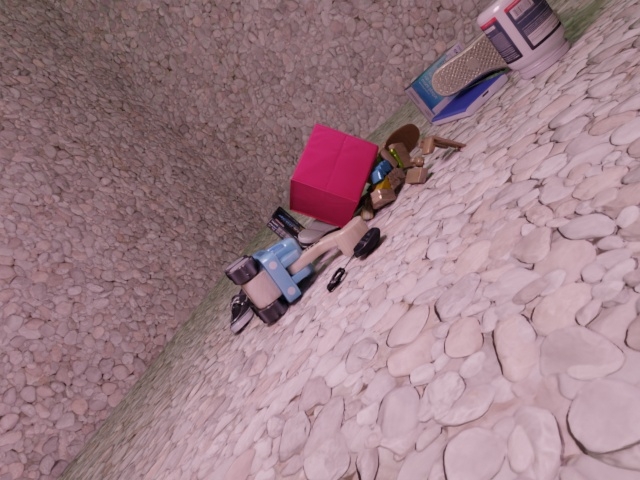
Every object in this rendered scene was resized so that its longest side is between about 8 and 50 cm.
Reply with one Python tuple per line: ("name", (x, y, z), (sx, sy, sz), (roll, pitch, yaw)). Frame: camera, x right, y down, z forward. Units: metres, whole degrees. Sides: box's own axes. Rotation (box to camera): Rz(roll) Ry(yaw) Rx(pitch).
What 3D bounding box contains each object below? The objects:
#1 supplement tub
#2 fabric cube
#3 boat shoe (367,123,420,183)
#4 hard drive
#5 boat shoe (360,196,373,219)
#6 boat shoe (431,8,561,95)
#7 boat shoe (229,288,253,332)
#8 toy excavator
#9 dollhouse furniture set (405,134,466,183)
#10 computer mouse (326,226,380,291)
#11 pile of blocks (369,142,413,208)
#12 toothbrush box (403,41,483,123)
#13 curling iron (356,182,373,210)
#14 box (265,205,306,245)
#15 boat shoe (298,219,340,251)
("supplement tub", (0.677, -0.702, 1.383), (0.191, 0.272, 0.191), (-41, 12, 11))
("fabric cube", (0.045, -0.235, 1.577), (0.254, 0.259, 0.258), (107, -177, -67))
("boat shoe", (0.313, -0.404, 1.918), (0.341, 0.121, 0.110), (-45, 13, 1))
("hard drive", (0.614, -0.584, 1.743), (0.210, 0.040, 0.318), (-44, 12, 0))
("boat shoe", (0.185, -0.120, 1.553), (0.153, 0.048, 0.056), (-58, -27, -61))
("boat shoe", (0.691, -0.758, 1.674), (0.500, 0.186, 0.156), (-24, 16, 36))
("boat shoe", (-0.335, 0.276, 1.744), (0.108, 0.102, 0.301), (-39, 12, 20))
("toy excavator", (-0.080, 0.069, 1.442), (0.445, 0.222, 0.433), (-38, 11, -15))
("dollhouse furniture set", (0.386, -0.259, 1.408), (0.144, 0.123, 0.151), (-153, 74, -78))
("computer mouse", (0.103, 0.060, 1.235), (0.242, 0.041, 0.071), (-51, 14, -2))
("pile of blocks", (0.235, -0.246, 1.566), (0.113, 0.149, 0.362), (-32, 17, 44))
("toothbrush box", (0.582, -0.733, 1.945), (0.295, 0.216, 0.126), (-42, 13, 1))
("curling iron", (0.176, -0.166, 1.757), (0.274, 0.035, 0.068), (-50, 9, -29))
("box", (-0.143, -0.049, 1.949), (0.051, 0.220, 0.175), (-44, 10, 22))
("boat shoe", (0.001, -0.020, 1.659), (0.115, 0.091, 0.303), (15, 27, 29))
